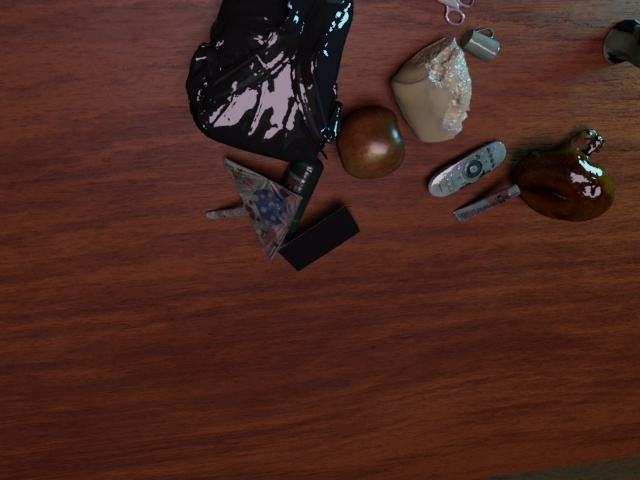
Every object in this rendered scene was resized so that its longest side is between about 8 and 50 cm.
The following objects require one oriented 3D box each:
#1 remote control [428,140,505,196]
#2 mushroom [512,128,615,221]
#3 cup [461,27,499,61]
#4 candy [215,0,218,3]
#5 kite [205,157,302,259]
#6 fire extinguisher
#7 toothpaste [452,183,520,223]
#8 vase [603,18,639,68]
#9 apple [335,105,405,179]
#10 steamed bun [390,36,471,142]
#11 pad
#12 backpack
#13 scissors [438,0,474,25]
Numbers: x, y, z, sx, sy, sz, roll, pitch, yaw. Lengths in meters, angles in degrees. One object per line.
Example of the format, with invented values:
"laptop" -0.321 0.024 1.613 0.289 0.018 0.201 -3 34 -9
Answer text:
"remote control" 0.439 -0.213 1.346 0.256 0.045 0.097 -27 122 4
"mushroom" 0.732 -0.172 1.336 0.254 0.267 0.267 -25 126 -26
"cup" 0.417 -0.513 1.154 0.083 0.054 0.075 19 117 -17
"candy" -0.225 -0.585 1.030 0.023 0.025 0.083 -7 143 -44
"kite" -0.191 -0.085 1.271 0.314 0.011 0.335 -10 115 22
"fire extinguisher" -0.057 -0.167 1.264 0.093 0.118 0.294 -4 129 -45
"toothpaste" 0.516 -0.114 1.395 0.205 0.036 0.056 -29 120 35
"vase" 0.856 -0.455 1.080 0.165 0.360 0.165 -4 122 -6
"apple" 0.130 -0.256 1.187 0.173 0.188 0.188 -17 122 7
"steamed bun" 0.311 -0.369 1.158 0.200 0.170 0.225 -33 122 6
"pad" 0.000 0.000 1.371 0.243 0.004 0.164 -33 146 3
"backpack" -0.098 -0.410 1.015 0.363 0.255 0.446 10 107 -23
"scissors" 0.297 -0.601 1.100 0.176 0.022 0.085 18 120 -22
